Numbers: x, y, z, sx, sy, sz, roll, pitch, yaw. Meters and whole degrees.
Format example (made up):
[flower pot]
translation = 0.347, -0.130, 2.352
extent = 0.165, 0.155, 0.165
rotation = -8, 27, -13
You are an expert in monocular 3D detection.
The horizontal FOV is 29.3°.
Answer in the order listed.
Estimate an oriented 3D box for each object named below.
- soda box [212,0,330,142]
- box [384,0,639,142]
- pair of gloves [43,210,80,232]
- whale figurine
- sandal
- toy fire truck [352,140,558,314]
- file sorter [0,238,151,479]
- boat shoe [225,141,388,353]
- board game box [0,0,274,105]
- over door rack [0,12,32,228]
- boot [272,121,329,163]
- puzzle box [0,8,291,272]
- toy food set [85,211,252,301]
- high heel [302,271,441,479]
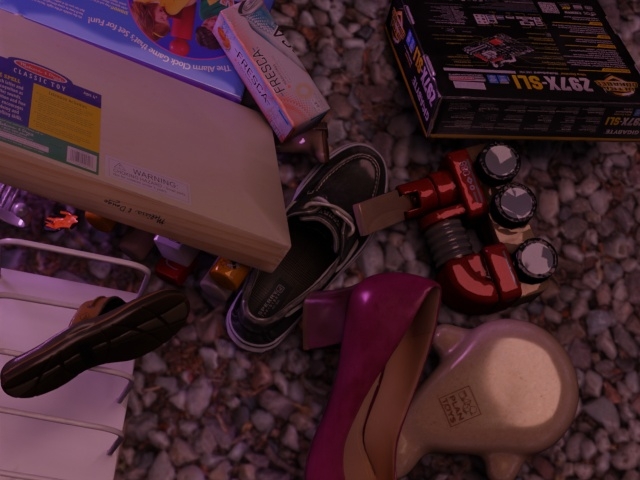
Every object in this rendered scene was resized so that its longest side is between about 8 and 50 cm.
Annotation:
[soda box]
translation = -0.065, -0.221, 1.582
extent = 0.063, 0.058, 0.183
rotation = -29, 83, -24
[box]
translation = 0.274, -0.246, 1.702
extent = 0.322, 0.079, 0.257
rotation = 0, 46, -15
[pair of gloves]
translation = -0.310, -0.041, 1.533
extent = 0.010, 0.074, 0.083
rotation = 52, 59, -32
[whale figurine]
translation = 0.193, 0.210, 1.561
extent = 0.272, 0.141, 0.216
rotation = -25, 78, 3
[sandal]
translation = -0.244, 0.100, 1.314
extent = 0.219, 0.090, 0.060
rotation = -25, 57, -16
[toy fire truck]
translation = 0.164, -0.006, 1.609
extent = 0.246, 0.158, 0.217
rotation = -15, 76, -11
[file sorter]
translation = -0.309, 0.156, 1.403
extent = 0.193, 0.173, 0.277
rotation = 12, 68, -12
[boat shoe]
translation = 0.000, 0.000, 1.571
extent = 0.121, 0.119, 0.335
rotation = 32, 66, -2
[board game box]
translation = -0.243, -0.330, 1.645
extent = 0.347, 0.078, 0.233
rotation = 20, 67, -8
[over door rack]
translation = -0.466, -0.184, 1.518
extent = 0.324, 0.108, 0.239
rotation = 24, 66, -6
[boot]
translation = -0.033, -0.128, 1.623
extent = 0.087, 0.118, 0.042
rotation = -7, 116, 3
[puzzle box]
translation = -0.235, -0.124, 1.448
extent = 0.409, 0.052, 0.272
rotation = 20, 35, -23
[toy food set]
translation = -0.166, -0.011, 1.526
extent = 0.232, 0.111, 0.104
rotation = 20, 63, 27
[high heel]
translation = 0.077, 0.229, 1.441
extent = 0.127, 0.181, 0.377
rotation = -9, 89, -52
